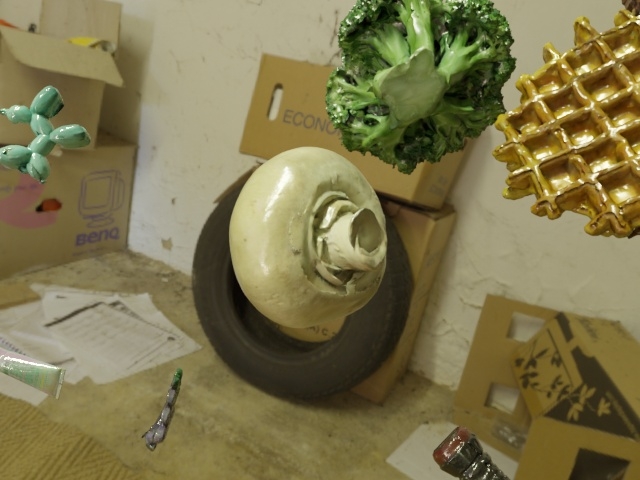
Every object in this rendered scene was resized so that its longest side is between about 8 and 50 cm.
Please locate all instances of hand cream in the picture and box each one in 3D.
[{"bbox_3d":[-0.654,0.292,1.104,0.174,0.076,0.047,19,11,8],"label":"hand cream"}]

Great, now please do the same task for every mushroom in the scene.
[{"bbox_3d":[0.000,0.000,0.660,0.246,0.245,0.202,-3,5,-38],"label":"mushroom"}]

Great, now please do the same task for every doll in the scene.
[{"bbox_3d":[-0.515,-0.186,0.905,0.159,0.159,0.059,-29,0,-15],"label":"doll"}]

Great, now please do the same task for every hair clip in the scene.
[{"bbox_3d":[-0.369,0.397,1.167,0.052,0.124,0.195,19,50,-8],"label":"hair clip"}]

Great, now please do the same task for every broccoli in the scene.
[{"bbox_3d":[0.125,-0.218,0.672,0.261,0.269,0.241,48,20,-16],"label":"broccoli"}]

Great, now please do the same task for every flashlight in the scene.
[{"bbox_3d":[0.308,0.442,0.867,0.232,0.093,0.093,45,31,22],"label":"flashlight"}]

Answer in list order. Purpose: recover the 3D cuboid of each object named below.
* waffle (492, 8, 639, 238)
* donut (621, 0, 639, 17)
[{"bbox_3d":[0.330,-0.130,0.541,0.260,0.292,0.069,15,-18,36],"label":"waffle"},{"bbox_3d":[0.568,-0.379,0.803,0.085,0.217,0.141,-5,-19,14],"label":"donut"}]
